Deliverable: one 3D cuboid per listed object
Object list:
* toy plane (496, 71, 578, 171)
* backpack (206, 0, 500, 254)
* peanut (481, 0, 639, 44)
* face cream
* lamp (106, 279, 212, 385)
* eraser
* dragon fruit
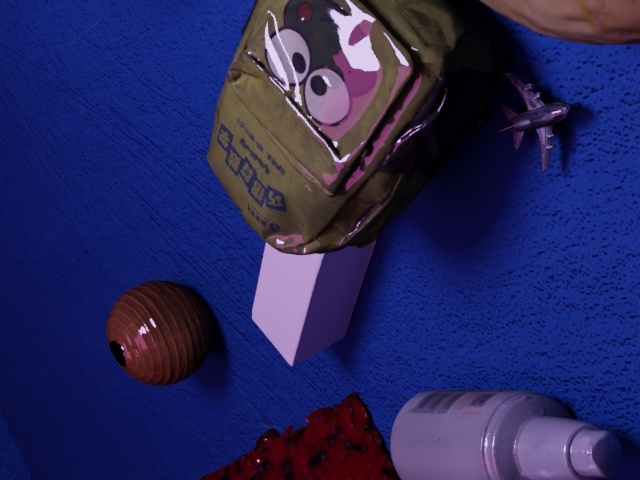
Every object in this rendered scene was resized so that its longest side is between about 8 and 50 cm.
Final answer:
[{"bbox_3d":[0.161,-0.091,0.949,0.083,0.031,0.079,-14,102,61],"label":"toy plane"},{"bbox_3d":[0.016,-0.110,1.020,0.207,0.140,0.253,49,126,24],"label":"backpack"},{"bbox_3d":[0.112,-0.221,0.815,0.319,0.147,0.148,41,144,40],"label":"peanut"},{"bbox_3d":[0.164,0.177,1.094,0.251,0.101,0.101,-11,103,60],"label":"face cream"},{"bbox_3d":[-0.203,0.116,1.614,0.136,0.136,0.136,39,143,37],"label":"lamp"},{"bbox_3d":[0.001,0.000,1.240,0.078,0.076,0.298,48,148,24],"label":"eraser"},{"bbox_3d":[-0.060,0.280,1.386,0.302,0.330,0.240,16,105,56],"label":"dragon fruit"}]
